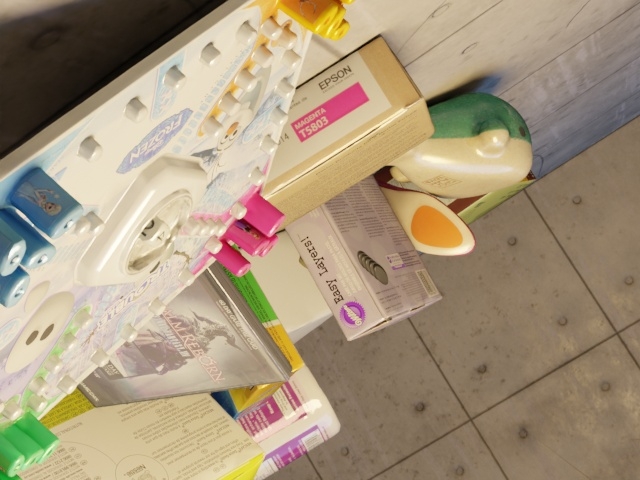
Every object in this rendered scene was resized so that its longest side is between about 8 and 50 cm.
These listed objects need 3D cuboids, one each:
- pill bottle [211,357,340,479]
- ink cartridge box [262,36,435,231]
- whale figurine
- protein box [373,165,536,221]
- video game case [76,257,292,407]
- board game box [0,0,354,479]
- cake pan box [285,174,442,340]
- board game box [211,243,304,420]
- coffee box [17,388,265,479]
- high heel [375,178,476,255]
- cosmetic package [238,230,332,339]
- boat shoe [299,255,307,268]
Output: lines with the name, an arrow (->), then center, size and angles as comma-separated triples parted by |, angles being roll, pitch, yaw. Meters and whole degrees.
pill bottle -> -0.131, 0.330, 1.860 | 0.302, 0.169, 0.169 | -30, 171, -7
ink cartridge box -> 0.004, -0.109, 1.215 | 0.235, 0.088, 0.193 | -31, 170, 5
whale figurine -> 0.174, -0.146, 1.534 | 0.272, 0.141, 0.216 | 7, 164, -37
protein box -> 0.215, -0.098, 1.816 | 0.201, 0.136, 0.200 | -35, 170, 27
video game case -> -0.194, 0.107, 1.223 | 0.274, 0.196, 0.026 | -11, -139, 26
board game box -> -0.130, -0.005, 0.870 | 0.390, 0.050, 0.390 | -45, 166, -35
cake pan box -> 0.047, -0.002, 1.443 | 0.070, 0.245, 0.267 | -31, 173, 21
board game box -> -0.133, 0.102, 1.425 | 0.064, 0.242, 0.316 | -27, 170, -18
coffee box -> -0.342, 0.342, 1.445 | 0.338, 0.334, 0.337 | -21, 145, -48
high heel -> 0.126, -0.035, 1.622 | 0.117, 0.244, 0.082 | 14, 95, -70
cosmetic package -> -0.193, 0.173, 1.861 | 0.230, 0.161, 0.453 | -22, 168, -46
boat shoe -> 0.007, 0.003, 1.662 | 0.257, 0.095, 0.095 | 45, 65, -71
